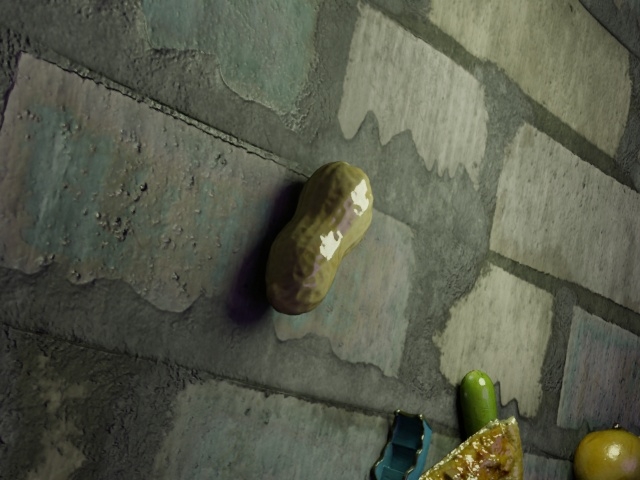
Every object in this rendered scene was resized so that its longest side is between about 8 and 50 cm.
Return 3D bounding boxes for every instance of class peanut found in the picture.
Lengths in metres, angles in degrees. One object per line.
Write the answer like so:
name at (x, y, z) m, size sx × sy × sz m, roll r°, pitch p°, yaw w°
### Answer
peanut at (0.000, 0.000, 1.271) m, size 0.123 × 0.124 × 0.256 m, roll 41°, pitch 65°, yaw -36°

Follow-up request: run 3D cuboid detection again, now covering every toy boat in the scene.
toy boat at (0.122, 0.371, 1.407) m, size 0.077 × 0.075 × 0.185 m, roll 37°, pitch 69°, yaw -41°

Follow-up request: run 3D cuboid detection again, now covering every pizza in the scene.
pizza at (0.288, 0.484, 1.527) m, size 0.268 × 0.087 × 0.257 m, roll -33°, pitch 116°, yaw -26°

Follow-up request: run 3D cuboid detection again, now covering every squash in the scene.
squash at (0.297, 0.339, 1.588) m, size 0.066 × 0.066 × 0.201 m, roll -13°, pitch 102°, yaw -43°

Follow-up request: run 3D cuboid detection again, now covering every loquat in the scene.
loquat at (0.627, 0.495, 1.847) m, size 0.172 × 0.149 × 0.204 m, roll 34°, pitch 78°, yaw -43°
